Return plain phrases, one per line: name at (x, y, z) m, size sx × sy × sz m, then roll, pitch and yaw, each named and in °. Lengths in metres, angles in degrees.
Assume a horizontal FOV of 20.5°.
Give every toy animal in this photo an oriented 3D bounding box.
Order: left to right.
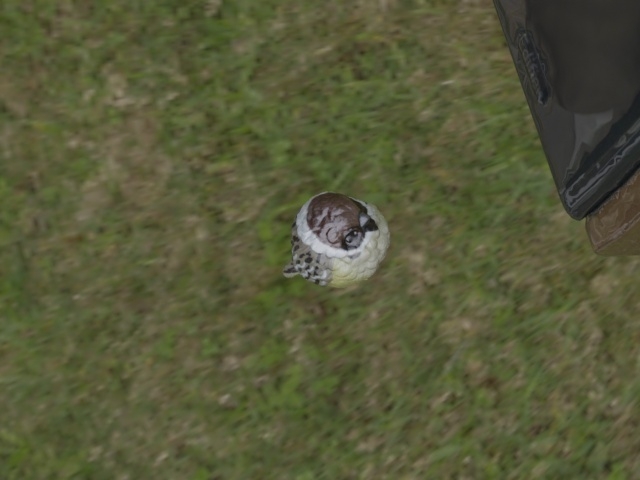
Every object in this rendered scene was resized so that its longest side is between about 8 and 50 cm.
toy animal at (0.000, 0.000, 1.750) m, size 0.137 × 0.098 × 0.098 m, roll -14°, pitch 93°, yaw 31°

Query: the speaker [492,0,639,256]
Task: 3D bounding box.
speaker at (0.198, -0.113, 0.670) m, size 0.231 × 0.192 × 0.153 m, roll 126°, pitch 135°, yaw -55°
